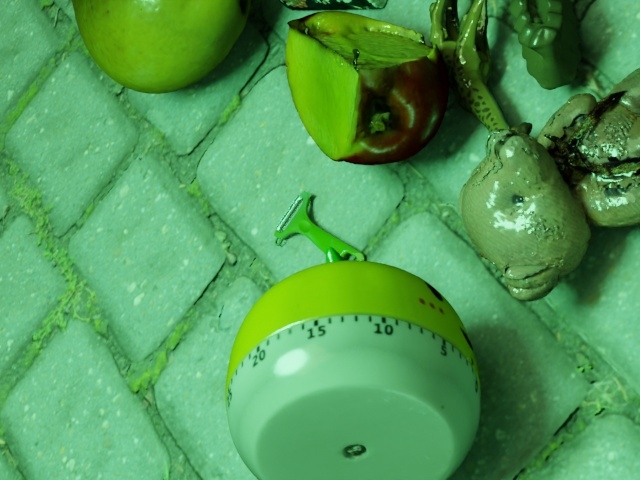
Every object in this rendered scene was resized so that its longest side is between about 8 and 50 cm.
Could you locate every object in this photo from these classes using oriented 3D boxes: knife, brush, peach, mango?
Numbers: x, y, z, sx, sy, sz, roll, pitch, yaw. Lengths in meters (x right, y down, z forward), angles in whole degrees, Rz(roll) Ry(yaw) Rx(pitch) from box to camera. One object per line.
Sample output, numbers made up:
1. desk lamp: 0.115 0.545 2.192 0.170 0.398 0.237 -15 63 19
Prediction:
1. knife: -0.002 -0.001 1.890 0.166 0.022 0.078 38 100 49
2. brush: 0.245 -0.297 1.787 0.071 0.084 0.301 -17 45 12
3. peach: 0.053 -0.176 1.838 0.267 0.158 0.154 -141 53 -58
4. mango: -0.238 -0.361 2.182 0.445 0.220 0.301 26 104 65

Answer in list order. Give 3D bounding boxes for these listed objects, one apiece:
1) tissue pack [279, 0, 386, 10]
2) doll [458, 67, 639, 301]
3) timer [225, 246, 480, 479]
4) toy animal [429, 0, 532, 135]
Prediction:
1. tissue pack: 0.006 -0.356 2.029 0.170 0.103 0.090 5 64 45
2. doll: 0.264 -0.093 1.595 0.303 0.156 0.201 -44 37 10
3. timer: 0.031 0.118 1.624 0.285 0.285 0.285 -23 53 33
4. toy animal: 0.181 -0.200 1.792 0.149 0.054 0.276 -34 54 51
